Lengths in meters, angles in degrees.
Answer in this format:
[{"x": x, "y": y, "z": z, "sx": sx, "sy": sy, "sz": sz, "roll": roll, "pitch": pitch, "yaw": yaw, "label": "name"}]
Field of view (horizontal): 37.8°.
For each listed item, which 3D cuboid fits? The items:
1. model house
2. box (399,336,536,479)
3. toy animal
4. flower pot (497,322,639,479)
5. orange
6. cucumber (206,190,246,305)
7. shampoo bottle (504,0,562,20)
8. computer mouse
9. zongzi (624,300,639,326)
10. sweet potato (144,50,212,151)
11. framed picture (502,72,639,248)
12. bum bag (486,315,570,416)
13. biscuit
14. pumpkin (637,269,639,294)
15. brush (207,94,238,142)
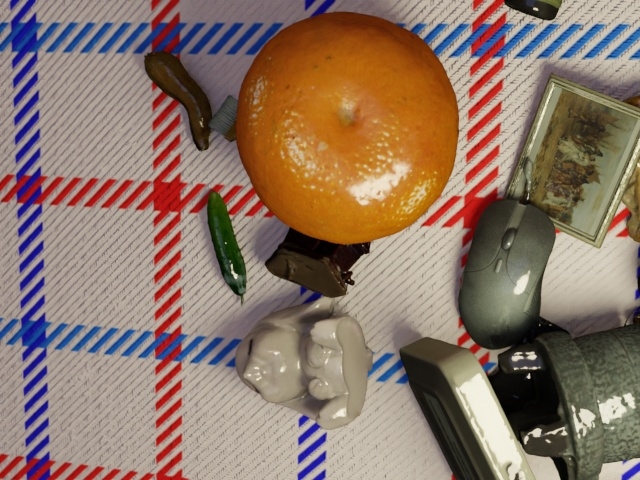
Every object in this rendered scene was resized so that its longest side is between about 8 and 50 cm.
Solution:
[{"x": 0.006, "y": 0.008, "z": 1.871, "sx": 0.203, "sy": 0.164, "sz": 0.141, "roll": 23, "pitch": 147, "yaw": 24, "label": "model house"}, {"x": 0.278, "y": 0.364, "z": 1.736, "sx": 0.090, "sy": 0.373, "sz": 0.367, "roll": -25, "pitch": 91, "yaw": -8, "label": "box"}, {"x": -0.045, "y": 0.251, "z": 1.898, "sx": 0.265, "sy": 0.206, "sz": 0.272, "roll": -5, "pitch": 99, "yaw": 27, "label": "toy animal"}, {"x": 0.472, "y": 0.303, "z": 1.655, "sx": 0.282, "sy": 0.299, "sz": 0.299, "roll": -9, "pitch": 97, "yaw": 0, "label": "flower pot"}, {"x": 0.048, "y": -0.203, "z": 1.723, "sx": 0.424, "sy": 0.326, "sz": 0.424, "roll": 0, "pitch": 90, "yaw": -2, "label": "orange"}, {"x": -0.196, "y": 0.018, "z": 1.962, "sx": 0.056, "sy": 0.056, "sz": 0.250, "roll": -16, "pitch": 94, "yaw": 17, "label": "cucumber"}, {"x": 0.427, "y": -0.545, "z": 1.681, "sx": 0.101, "sy": 0.101, "sz": 0.284, "roll": 22, "pitch": 103, "yaw": 10, "label": "shampoo bottle"}, {"x": 0.352, "y": 0.033, "z": 1.780, "sx": 0.167, "sy": 0.090, "sz": 0.379, "roll": 16, "pitch": 104, "yaw": 25, "label": "computer mouse"}, {"x": 0.648, "y": 0.225, "z": 1.770, "sx": 0.187, "sy": 0.084, "sz": 0.184, "roll": 33, "pitch": 127, "yaw": 19, "label": "zongzi"}, {"x": -0.280, "y": -0.298, "z": 1.933, "sx": 0.081, "sy": 0.062, "sz": 0.233, "roll": -31, "pitch": 94, "yaw": 31, "label": "sweet potato"}, {"x": 0.470, "y": -0.145, "z": 1.725, "sx": 0.217, "sy": 0.017, "sz": 0.274, "roll": 27, "pitch": 116, "yaw": 25, "label": "framed picture"}, {"x": 0.400, "y": 0.272, "z": 1.841, "sx": 0.123, "sy": 0.060, "sz": 0.248, "roll": 35, "pitch": 104, "yaw": 11, "label": "bum bag"}, {"x": 0.638, "y": -0.133, "z": 1.697, "sx": 0.213, "sy": 0.091, "sz": 0.274, "roll": -6, "pitch": 96, "yaw": 18, "label": "biscuit"}, {"x": 0.675, "y": 0.073, "z": 1.653, "sx": 0.223, "sy": 0.223, "sz": 0.157, "roll": -16, "pitch": 98, "yaw": 17, "label": "pumpkin"}, {"x": -0.123, "y": -0.206, "z": 1.918, "sx": 0.218, "sy": 0.010, "sz": 0.082, "roll": 35, "pitch": 82, "yaw": 2, "label": "brush"}]
